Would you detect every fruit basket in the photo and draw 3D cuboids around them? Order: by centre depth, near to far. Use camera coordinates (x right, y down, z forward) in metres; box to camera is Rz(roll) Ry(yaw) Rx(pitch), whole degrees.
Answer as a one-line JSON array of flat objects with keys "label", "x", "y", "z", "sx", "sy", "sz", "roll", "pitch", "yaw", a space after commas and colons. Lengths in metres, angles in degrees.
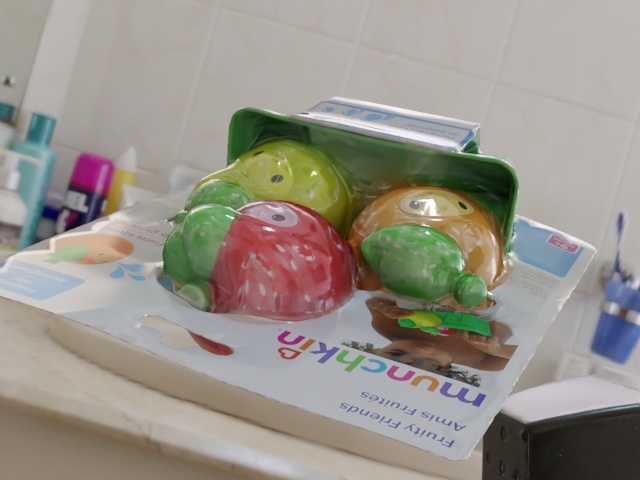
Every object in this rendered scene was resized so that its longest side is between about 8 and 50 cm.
[{"label": "fruit basket", "x": 0.000, "y": 0.000, "z": 0.576, "sx": 0.327, "sy": 0.165, "sz": 0.353, "roll": 15, "pitch": 18, "yaw": 24}]

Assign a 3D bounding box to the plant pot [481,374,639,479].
[{"label": "plant pot", "x": 0.293, "y": 0.269, "z": 1.003, "sx": 0.167, "sy": 0.188, "sz": 0.187, "roll": 1, "pitch": 1, "yaw": -12}]
